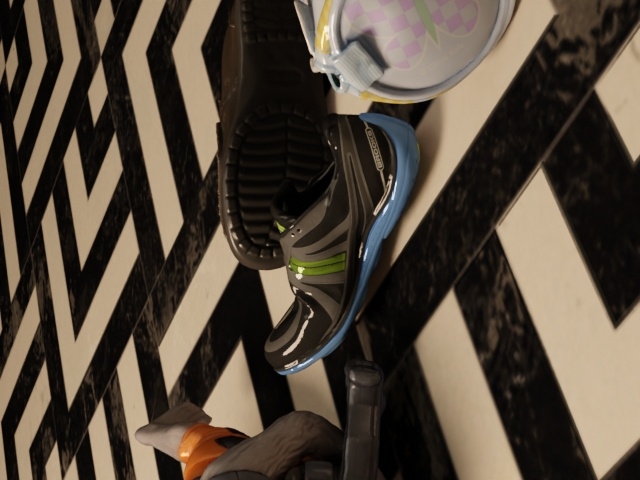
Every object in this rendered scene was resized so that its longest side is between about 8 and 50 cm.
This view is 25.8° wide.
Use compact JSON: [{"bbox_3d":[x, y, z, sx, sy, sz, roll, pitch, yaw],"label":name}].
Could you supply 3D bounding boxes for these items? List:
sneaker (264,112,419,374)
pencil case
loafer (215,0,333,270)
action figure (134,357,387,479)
[{"bbox_3d":[0.000,0.000,0.887,0.067,0.078,0.188,-92,20,-62],"label":"sneaker"},{"bbox_3d":[0.015,-0.190,0.855,0.124,0.113,0.273,-50,37,17],"label":"pencil case"},{"bbox_3d":[-0.035,-0.083,1.004,0.078,0.080,0.220,145,131,-70],"label":"loafer"},{"bbox_3d":[-0.061,0.246,0.888,0.330,0.178,0.341,150,124,-72],"label":"action figure"}]
